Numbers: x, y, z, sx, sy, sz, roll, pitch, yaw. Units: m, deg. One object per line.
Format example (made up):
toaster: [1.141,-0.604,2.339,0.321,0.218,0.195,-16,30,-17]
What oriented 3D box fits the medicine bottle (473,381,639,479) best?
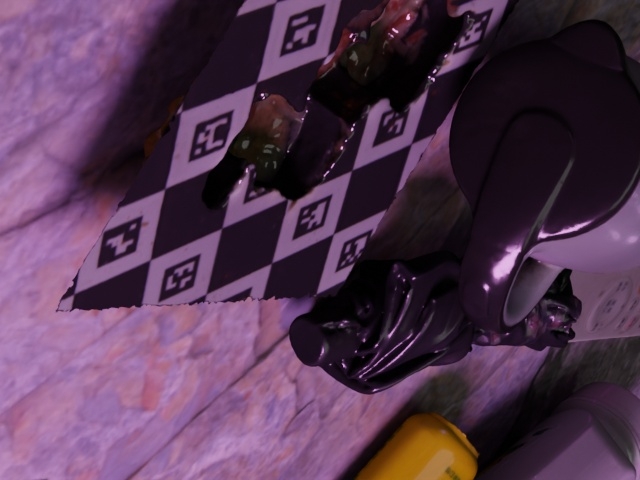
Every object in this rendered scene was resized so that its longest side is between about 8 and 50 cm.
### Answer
medicine bottle: [0.194,0.242,1.687,0.296,0.111,0.161,-31,172,-39]

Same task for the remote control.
remote control: [0.262,0.050,1.679,0.309,0.038,0.090,2,120,-54]

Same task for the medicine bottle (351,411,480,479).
medicine bottle: [0.012,0.274,1.543,0.309,0.076,0.111,-47,153,-7]

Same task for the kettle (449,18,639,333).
kettle: [0.168,-0.036,1.289,0.221,0.161,0.236,-63,164,5]

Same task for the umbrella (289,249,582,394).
umbrella: [0.089,0.050,1.391,0.272,0.122,0.110,-8,90,-42]

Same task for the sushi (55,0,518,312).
sushi: [-0.019,-0.086,1.150,0.294,0.059,0.292,3,123,-58]
